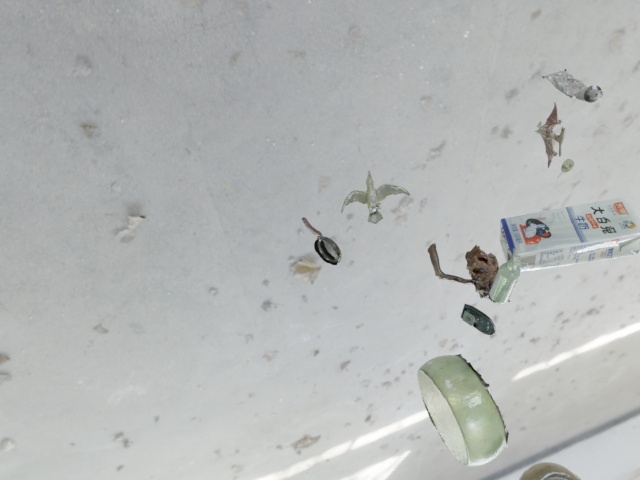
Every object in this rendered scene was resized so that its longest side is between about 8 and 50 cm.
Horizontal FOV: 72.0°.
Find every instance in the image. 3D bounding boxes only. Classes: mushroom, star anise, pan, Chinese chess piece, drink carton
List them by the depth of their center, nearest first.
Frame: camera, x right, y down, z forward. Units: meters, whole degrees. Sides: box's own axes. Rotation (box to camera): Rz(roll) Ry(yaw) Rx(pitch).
[{"bbox_3d":[0.649,-0.012,1.158,0.316,0.130,0.106,-10,144,14],"label":"drink carton"},{"bbox_3d":[0.692,0.778,1.296,0.227,0.226,0.178,-27,162,-1],"label":"mushroom"},{"bbox_3d":[0.458,0.552,1.454,0.147,0.349,0.349,-20,135,-9],"label":"Chinese chess piece"},{"bbox_3d":[0.515,0.100,1.487,0.347,0.237,0.148,25,130,-12],"label":"star anise"},{"bbox_3d":[0.002,-0.002,1.502,0.040,0.115,0.212,-47,117,-28],"label":"pan"}]

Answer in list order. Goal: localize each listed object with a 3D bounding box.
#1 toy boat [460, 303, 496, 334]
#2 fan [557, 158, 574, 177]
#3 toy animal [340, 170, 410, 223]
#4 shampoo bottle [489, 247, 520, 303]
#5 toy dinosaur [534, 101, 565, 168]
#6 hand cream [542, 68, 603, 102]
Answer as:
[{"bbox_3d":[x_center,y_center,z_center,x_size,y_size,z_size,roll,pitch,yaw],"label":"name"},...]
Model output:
[{"bbox_3d":[0.500,0.254,1.390,0.060,0.141,0.055,1,109,-27],"label":"toy boat"},{"bbox_3d":[0.948,-0.277,1.696,0.060,0.003,0.080,-6,125,-15],"label":"fan"},{"bbox_3d":[0.161,-0.131,1.309,0.220,0.095,0.155,-10,145,5],"label":"toy animal"},{"bbox_3d":[0.489,0.096,1.156,0.056,0.056,0.195,-21,144,-7],"label":"shampoo bottle"},{"bbox_3d":[0.717,-0.327,1.375,0.032,0.108,0.220,-25,127,-12],"label":"toy dinosaur"},{"bbox_3d":[0.804,-0.488,1.390,0.084,0.256,0.050,-17,124,3],"label":"hand cream"}]
